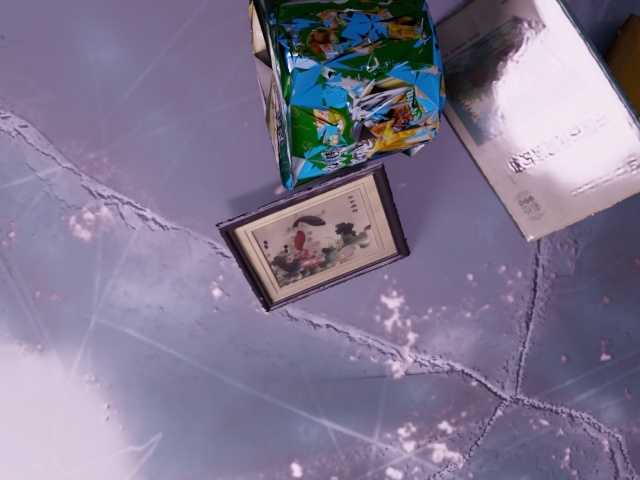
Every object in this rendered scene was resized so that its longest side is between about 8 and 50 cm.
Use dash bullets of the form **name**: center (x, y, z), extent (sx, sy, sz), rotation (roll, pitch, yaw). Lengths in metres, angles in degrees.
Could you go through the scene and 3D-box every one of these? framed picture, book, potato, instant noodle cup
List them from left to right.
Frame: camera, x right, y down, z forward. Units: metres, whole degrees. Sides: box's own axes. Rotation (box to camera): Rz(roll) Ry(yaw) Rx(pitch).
- **framed picture**: center (0.000, 0.000, 1.221), extent (0.199, 0.195, 0.010), rotation (-22, 55, 1)
- **instant noodle cup**: center (0.028, -0.182, 1.162), extent (0.178, 0.240, 0.240), rotation (-10, 98, -7)
- **book**: center (0.245, -0.152, 1.203), extent (0.214, 0.025, 0.283), rotation (-30, 98, 46)
- **potato**: center (0.386, -0.141, 1.219), extent (0.203, 0.178, 0.158), rotation (33, 113, -28)
